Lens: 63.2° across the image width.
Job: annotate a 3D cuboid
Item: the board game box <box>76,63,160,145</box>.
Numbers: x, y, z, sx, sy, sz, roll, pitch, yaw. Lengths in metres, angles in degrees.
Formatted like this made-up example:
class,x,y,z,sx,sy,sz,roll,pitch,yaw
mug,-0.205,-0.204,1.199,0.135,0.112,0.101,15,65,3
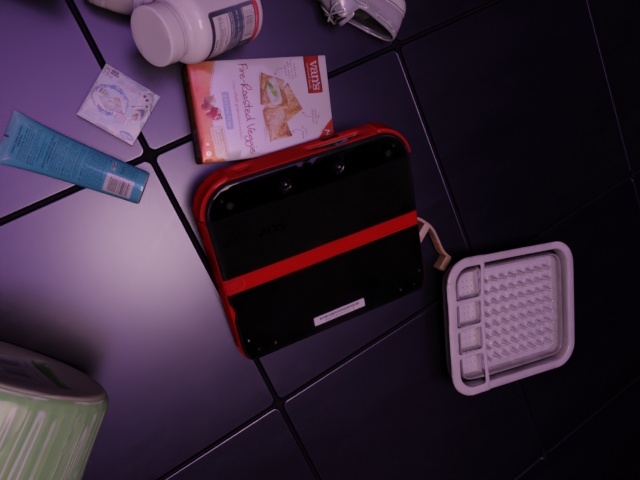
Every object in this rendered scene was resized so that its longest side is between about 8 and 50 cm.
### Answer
class,x,y,z,sx,sy,sz,roll,pitch,yaw
board game box,-0.310,-0.207,0.801,0.090,0.020,0.090,30,84,-23

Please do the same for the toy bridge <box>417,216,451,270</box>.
class,x,y,z,sx,sy,sz,roll,pitch,yaw
toy bridge,0.193,-0.009,1.029,0.188,0.026,0.063,32,83,-23

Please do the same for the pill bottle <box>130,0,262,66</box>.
class,x,y,z,sx,sy,sz,roll,pitch,yaw
pill bottle,-0.180,-0.321,0.760,0.180,0.108,0.108,-42,112,-41

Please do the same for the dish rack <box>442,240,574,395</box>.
class,x,y,z,sx,sy,sz,roll,pitch,yaw
dish rack,0.393,0.155,1.107,0.332,0.072,0.286,-9,99,-21

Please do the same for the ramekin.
class,x,y,z,sx,sy,sz,roll,pitch,yaw
ramekin,-0.428,0.223,0.658,0.303,0.303,0.148,27,78,-23

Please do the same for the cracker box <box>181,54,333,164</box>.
class,x,y,z,sx,sy,sz,roll,pitch,yaw
cracker box,-0.098,-0.217,0.862,0.232,0.067,0.156,-12,101,-22

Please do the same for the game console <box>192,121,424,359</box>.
class,x,y,z,sx,sy,sz,roll,pitch,yaw
game console,0.000,0.000,0.908,0.386,0.060,0.342,-20,118,-16

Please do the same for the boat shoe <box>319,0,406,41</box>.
class,x,y,z,sx,sy,sz,roll,pitch,yaw
boat shoe,0.048,-0.410,0.894,0.227,0.079,0.081,13,86,-26

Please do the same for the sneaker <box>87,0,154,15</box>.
class,x,y,z,sx,sy,sz,roll,pitch,yaw
sneaker,-0.284,-0.458,0.744,0.121,0.099,0.263,6,93,-19

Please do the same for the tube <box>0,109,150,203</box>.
class,x,y,z,sx,sy,sz,roll,pitch,yaw
tube,-0.365,-0.115,0.776,0.207,0.052,0.080,21,83,-18
